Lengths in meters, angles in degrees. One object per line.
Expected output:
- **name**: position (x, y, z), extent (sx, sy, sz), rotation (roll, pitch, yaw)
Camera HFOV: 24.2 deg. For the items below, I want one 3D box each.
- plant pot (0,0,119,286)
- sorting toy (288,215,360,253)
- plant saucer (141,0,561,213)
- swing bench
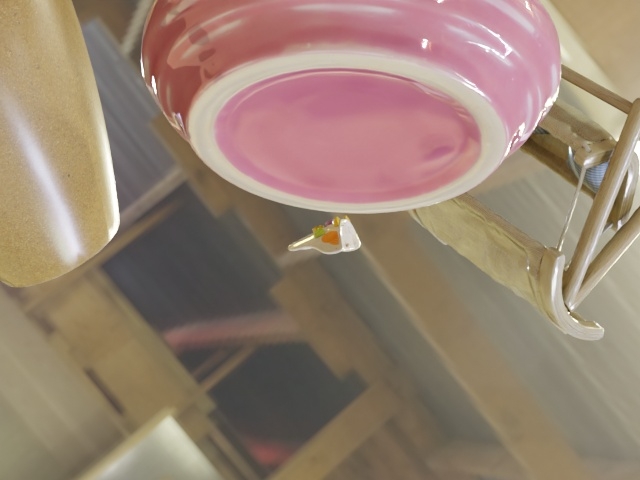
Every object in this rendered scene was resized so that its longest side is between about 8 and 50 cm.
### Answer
- **plant pot**: position (-0.279, -0.096, 1.282), extent (0.237, 0.237, 0.254), rotation (23, -36, 59)
- **sorting toy**: position (0.000, 0.000, 1.869), extent (0.083, 0.075, 0.045), rotation (-7, 81, -74)
- **plant saucer**: position (0.022, -0.113, 1.175), extent (0.332, 0.084, 0.332), rotation (3, -27, 1)
- **swing bench**: position (0.230, -0.068, 1.597), extent (0.165, 0.254, 0.253), rotation (19, 14, -47)
